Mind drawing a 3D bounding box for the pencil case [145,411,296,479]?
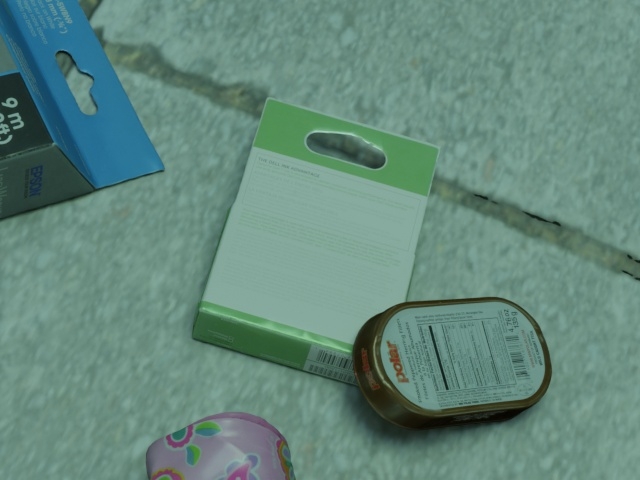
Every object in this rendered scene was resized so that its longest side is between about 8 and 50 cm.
[{"bbox_3d":[-0.073,0.272,1.328,0.124,0.124,0.284,1,57,-11],"label":"pencil case"}]

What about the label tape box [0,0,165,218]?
[{"bbox_3d":[-0.329,-0.134,1.538,0.334,0.106,0.240,-19,64,-21],"label":"label tape box"}]

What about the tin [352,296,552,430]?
[{"bbox_3d":[0.114,0.100,1.484,0.190,0.040,0.106,-3,66,-34],"label":"tin"}]

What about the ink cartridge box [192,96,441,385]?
[{"bbox_3d":[0.000,0.000,1.548,0.171,0.056,0.235,16,56,-1],"label":"ink cartridge box"}]
